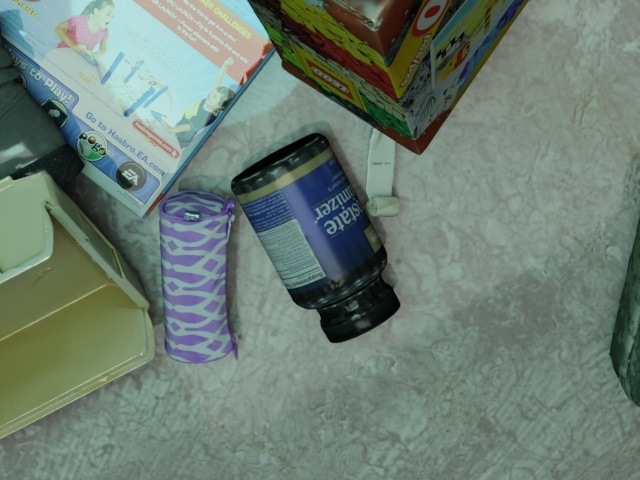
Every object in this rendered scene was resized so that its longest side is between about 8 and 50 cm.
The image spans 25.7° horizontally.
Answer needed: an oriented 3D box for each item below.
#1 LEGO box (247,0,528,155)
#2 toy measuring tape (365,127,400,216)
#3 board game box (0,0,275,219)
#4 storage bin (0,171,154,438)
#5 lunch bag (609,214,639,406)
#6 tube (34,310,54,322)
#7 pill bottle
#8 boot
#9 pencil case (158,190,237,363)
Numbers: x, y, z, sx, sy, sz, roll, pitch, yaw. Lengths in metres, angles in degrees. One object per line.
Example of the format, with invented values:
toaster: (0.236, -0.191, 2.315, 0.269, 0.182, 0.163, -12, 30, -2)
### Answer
LEGO box: (0.139, -0.375, 1.303, 0.193, 0.372, 0.500, 34, 86, 15)
toy measuring tape: (0.111, -0.182, 1.541, 0.121, 0.121, 0.330, 6, 98, 1)
board game box: (-0.224, -0.237, 1.565, 0.308, 0.086, 0.302, 38, 100, -5)
storage bin: (-0.342, 0.081, 1.510, 0.260, 0.262, 0.123, -27, 57, 3)
lunch bag: (0.451, 0.074, 1.515, 0.213, 0.256, 0.305, 11, 102, 0)
tube: (-0.402, 0.057, 1.647, 0.240, 0.070, 0.062, 6, 64, -4)
pill bottle: (0.000, 0.000, 1.586, 0.123, 0.123, 0.219, -28, 99, 7)
boot: (-0.446, -0.090, 1.531, 0.338, 0.118, 0.222, -31, 100, 6)
pencil case: (-0.139, 0.041, 1.600, 0.088, 0.086, 0.206, -1, 118, -6)
